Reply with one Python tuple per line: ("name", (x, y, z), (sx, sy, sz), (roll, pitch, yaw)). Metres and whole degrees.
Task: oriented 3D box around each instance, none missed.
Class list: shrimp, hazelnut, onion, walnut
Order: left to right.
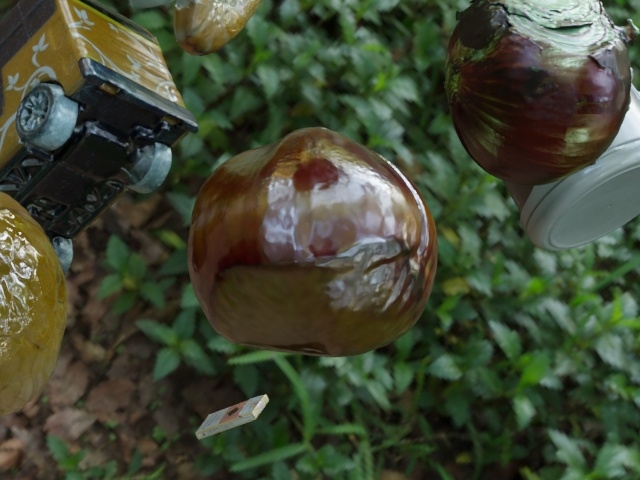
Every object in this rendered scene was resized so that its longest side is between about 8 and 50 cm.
("walnut", (-0.281, 0.051, 1.021), (0.167, 0.207, 0.167), (-1, 39, 1))
("shrimp", (-0.123, -0.379, 1.858), (0.063, 0.152, 0.287), (18, 50, 26))
("hazelnut", (0.000, 0.000, 1.160), (0.229, 0.229, 0.230), (20, 50, -25))
("onion", (0.125, -0.086, 0.742), (0.118, 0.118, 0.117), (30, 31, -17))

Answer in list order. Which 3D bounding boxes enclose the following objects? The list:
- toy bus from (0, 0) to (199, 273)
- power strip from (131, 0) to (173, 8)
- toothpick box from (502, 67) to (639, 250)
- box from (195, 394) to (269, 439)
("toy bus", (-0.298, -0.089, 1.289), (0.162, 0.323, 0.194), (25, 33, -48))
("power strip", (-0.105, -0.355, 1.288), (0.261, 0.229, 0.141), (-37, 112, -25))
("toothpick box", (0.301, -0.172, 1.655), (0.229, 0.229, 0.316), (-5, 57, -39))
("box", (-0.103, 0.205, 1.504), (0.012, 0.083, 0.046), (61, 27, -11))
